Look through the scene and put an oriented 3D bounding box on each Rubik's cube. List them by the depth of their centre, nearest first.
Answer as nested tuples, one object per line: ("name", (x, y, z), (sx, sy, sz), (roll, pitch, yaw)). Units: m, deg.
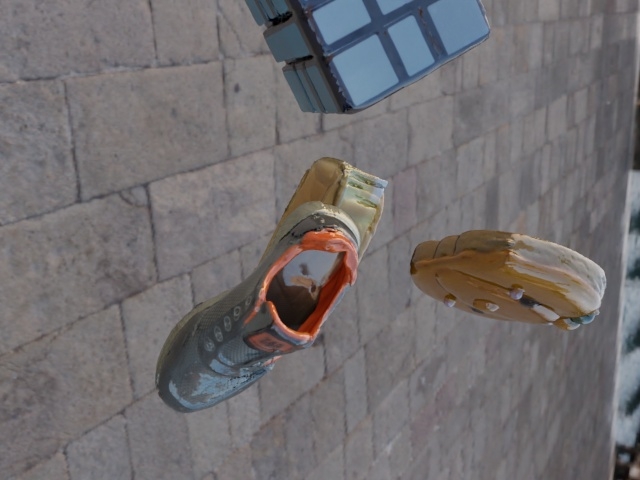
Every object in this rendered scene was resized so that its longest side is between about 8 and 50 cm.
("Rubik's cube", (0.063, -0.388, 1.197), (0.294, 0.288, 0.283), (-32, 108, -7))

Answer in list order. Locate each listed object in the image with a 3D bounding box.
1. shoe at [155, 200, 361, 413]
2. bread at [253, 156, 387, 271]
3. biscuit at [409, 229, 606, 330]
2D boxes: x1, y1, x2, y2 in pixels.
("shoe", (-0.068, 0.105, 0.877), (0.132, 0.171, 0.336), (43, 94, -16))
("bread", (0.000, 0.000, 1.077), (0.107, 0.136, 0.241), (28, 89, -31))
("biscuit", (0.165, 0.045, 0.629), (0.170, 0.170, 0.050), (41, 61, -54))
